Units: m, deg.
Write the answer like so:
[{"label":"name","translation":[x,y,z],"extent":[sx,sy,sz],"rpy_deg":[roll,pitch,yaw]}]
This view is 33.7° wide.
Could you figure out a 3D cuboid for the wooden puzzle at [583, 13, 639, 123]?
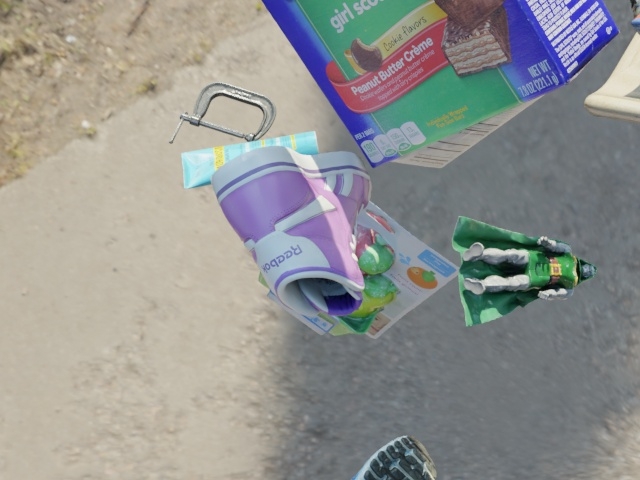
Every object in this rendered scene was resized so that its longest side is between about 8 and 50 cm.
[{"label":"wooden puzzle","translation":[0.359,-0.205,0.664],"extent":[0.348,0.080,0.322],"rpy_deg":[-55,34,-8]}]

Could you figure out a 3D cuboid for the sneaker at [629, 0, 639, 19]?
[{"label":"sneaker","translation":[0.506,-0.384,1.621],"extent":[0.121,0.111,0.300],"rpy_deg":[18,75,13]}]

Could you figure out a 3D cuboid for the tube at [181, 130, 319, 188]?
[{"label":"tube","translation":[-0.105,-0.121,1.587],"extent":[0.207,0.052,0.080],"rpy_deg":[-10,41,-1]}]

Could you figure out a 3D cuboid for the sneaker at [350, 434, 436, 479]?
[{"label":"sneaker","translation":[0.025,0.216,0.846],"extent":[0.162,0.073,0.063],"rpy_deg":[-41,103,-26]}]

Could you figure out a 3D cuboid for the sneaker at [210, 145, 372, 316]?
[{"label":"sneaker","translation":[-0.001,0.001,1.032],"extent":[0.102,0.282,0.161],"rpy_deg":[-32,81,22]}]

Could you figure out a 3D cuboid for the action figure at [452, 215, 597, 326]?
[{"label":"action figure","translation":[0.276,0.038,1.372],"extent":[0.063,0.232,0.137],"rpy_deg":[-3,87,52]}]

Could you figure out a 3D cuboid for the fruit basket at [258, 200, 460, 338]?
[{"label":"fruit basket","translation":[0.034,0.032,1.845],"extent":[0.327,0.353,0.165],"rpy_deg":[36,63,-5]}]

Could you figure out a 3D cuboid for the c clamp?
[{"label":"c clamp","translation":[-0.160,-0.204,1.795],"extent":[0.160,0.022,0.137],"rpy_deg":[13,66,5]}]

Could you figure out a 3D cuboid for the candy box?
[{"label":"candy box","translation":[0.078,-0.259,0.997],"extent":[0.268,0.122,0.317],"rpy_deg":[-21,106,50]}]

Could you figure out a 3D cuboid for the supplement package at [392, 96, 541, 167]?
[{"label":"supplement package","translation":[0.209,-0.234,1.656],"extent":[0.244,0.133,0.139],"rpy_deg":[-35,63,40]}]
